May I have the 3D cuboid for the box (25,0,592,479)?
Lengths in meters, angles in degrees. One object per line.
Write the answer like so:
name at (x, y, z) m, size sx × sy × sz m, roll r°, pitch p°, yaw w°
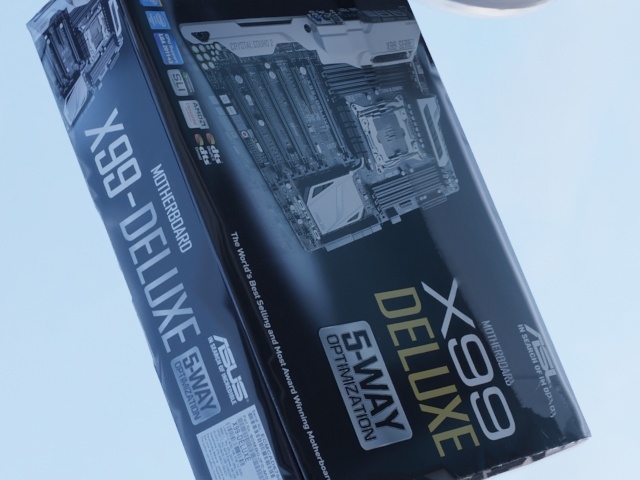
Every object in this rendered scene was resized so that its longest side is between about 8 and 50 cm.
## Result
box at (0.000, 0.000, 0.950) m, size 0.242 × 0.076 × 0.307 m, roll -7°, pitch -109°, yaw -49°

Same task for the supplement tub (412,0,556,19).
supplement tub at (0.121, -0.293, 1.095) m, size 0.191 × 0.272 × 0.191 m, roll 13°, pitch -136°, yaw -13°
